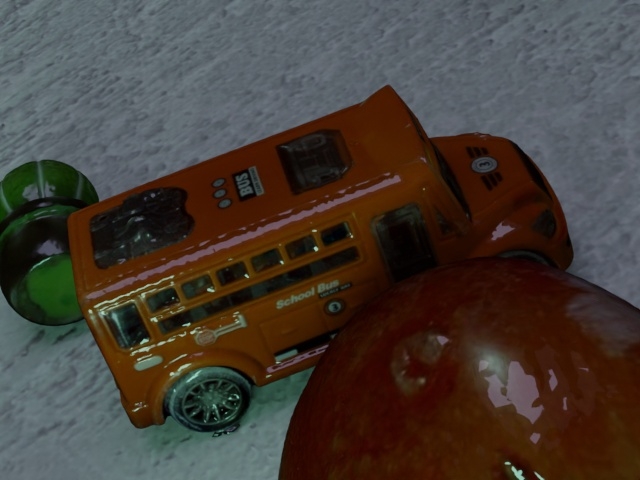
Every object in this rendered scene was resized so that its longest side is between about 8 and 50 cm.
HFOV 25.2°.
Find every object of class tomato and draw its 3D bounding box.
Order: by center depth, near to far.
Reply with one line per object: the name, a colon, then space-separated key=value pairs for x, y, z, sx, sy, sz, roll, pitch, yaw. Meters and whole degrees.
tomato: x=0.099 y=0.100 z=0.813 sx=0.309 sy=0.170 sz=0.309 roll=-11 pitch=41 yaw=9

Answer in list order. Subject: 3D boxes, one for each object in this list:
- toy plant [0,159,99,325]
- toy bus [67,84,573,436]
toy plant: x=-0.214 y=-0.006 z=1.134 sx=0.093 sy=0.092 sz=0.162 roll=-23 pitch=36 yaw=-3
toy bus: x=0.000 y=0.000 z=0.986 sx=0.329 sy=0.153 sz=0.143 roll=-20 pitch=38 yaw=1
